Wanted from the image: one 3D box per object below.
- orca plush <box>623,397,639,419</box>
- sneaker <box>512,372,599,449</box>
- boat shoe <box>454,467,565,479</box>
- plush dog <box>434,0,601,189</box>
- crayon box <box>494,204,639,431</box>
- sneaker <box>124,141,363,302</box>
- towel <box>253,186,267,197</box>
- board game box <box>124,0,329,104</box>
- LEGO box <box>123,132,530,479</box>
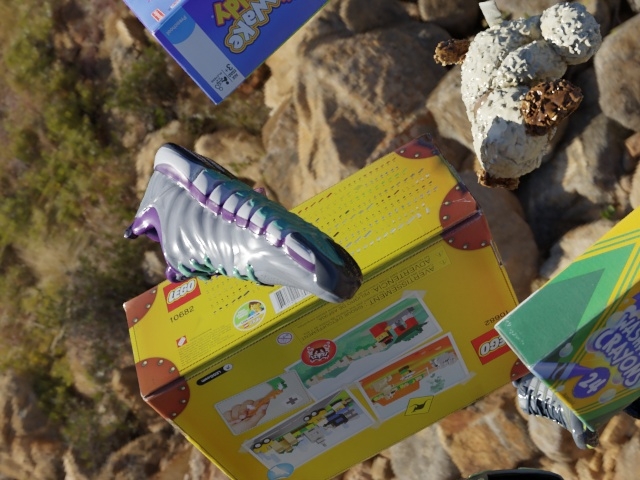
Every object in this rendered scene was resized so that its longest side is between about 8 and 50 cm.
[{"bbox_3d":[0.614,0.287,1.585,0.102,0.151,0.287,-17,89,-6],"label":"orca plush"},{"bbox_3d":[0.450,0.315,1.633,0.121,0.111,0.300,-15,15,3],"label":"sneaker"},{"bbox_3d":[0.275,0.430,1.394,0.091,0.305,0.109,-65,35,33],"label":"boat shoe"},{"bbox_3d":[0.277,-0.198,1.229,0.262,0.210,0.225,109,165,-55],"label":"plush dog"},{"bbox_3d":[0.388,0.064,0.990,0.323,0.203,0.083,-42,42,8],"label":"crayon box"},{"bbox_3d":[-0.065,0.010,0.659,0.223,0.083,0.098,34,97,37],"label":"sneaker"},{"bbox_3d":[-0.182,0.074,1.788,0.237,0.037,0.329,-18,93,1],"label":"towel"},{"bbox_3d":[-0.070,-0.270,0.794,0.233,0.078,0.347,-42,28,2],"label":"board game box"},{"bbox_3d":[0.033,0.138,1.235,0.500,0.372,0.193,-29,43,3],"label":"LEGO box"}]
